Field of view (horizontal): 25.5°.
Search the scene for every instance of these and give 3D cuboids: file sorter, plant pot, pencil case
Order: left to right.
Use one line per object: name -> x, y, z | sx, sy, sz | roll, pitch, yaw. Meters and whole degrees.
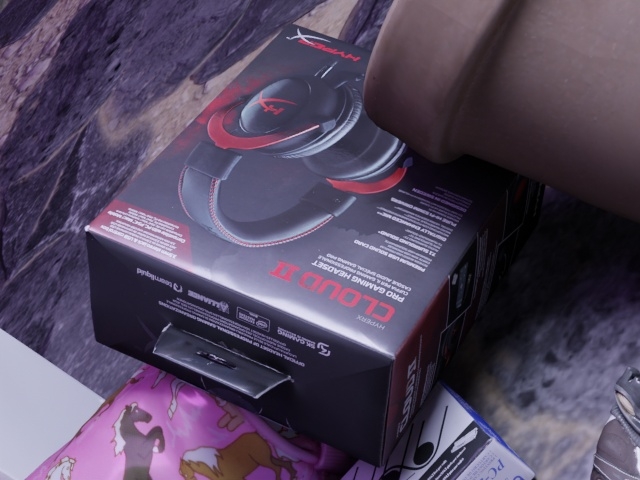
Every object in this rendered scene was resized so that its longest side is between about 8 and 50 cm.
file sorter -> -0.307, 0.187, 1.163 | 0.173, 0.277, 0.193 | -44, 27, 13
pencil case -> -0.152, 0.230, 1.006 | 0.386, 0.167, 0.160 | -47, 6, 6
plant pot -> 0.190, -0.118, 0.829 | 0.263, 0.229, 0.263 | -51, -13, -17

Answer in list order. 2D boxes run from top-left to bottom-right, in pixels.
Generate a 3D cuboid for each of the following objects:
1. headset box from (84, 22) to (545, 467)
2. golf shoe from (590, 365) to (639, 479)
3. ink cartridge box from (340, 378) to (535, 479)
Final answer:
headset box -> 0.000, 0.000, 0.938 | 0.218, 0.110, 0.293 | 22, 46, 19
golf shoe -> 0.198, 0.148, 0.703 | 0.094, 0.077, 0.198 | -65, 23, 18
ink cartridge box -> 0.035, 0.192, 0.898 | 0.207, 0.046, 0.097 | -48, 25, 2
